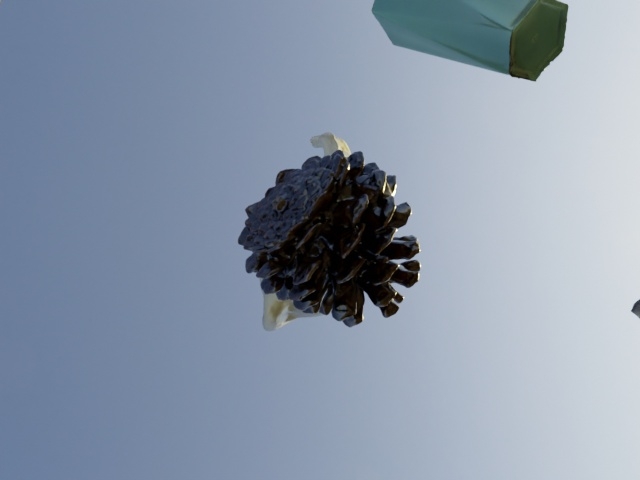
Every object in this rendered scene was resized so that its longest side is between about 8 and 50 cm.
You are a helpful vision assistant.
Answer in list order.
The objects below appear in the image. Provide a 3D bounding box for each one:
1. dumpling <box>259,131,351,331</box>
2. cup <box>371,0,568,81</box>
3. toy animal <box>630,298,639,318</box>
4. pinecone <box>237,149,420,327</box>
[{"bbox_3d":[0.000,0.000,0.984,0.243,0.187,0.318,5,-78,-84],"label":"dumpling"},{"bbox_3d":[0.192,-0.295,0.878,0.148,0.236,0.134,-30,-47,-18],"label":"cup"},{"bbox_3d":[0.390,0.155,0.678,0.188,0.308,0.266,20,-127,-8],"label":"toy animal"},{"bbox_3d":[0.022,0.006,0.642,0.165,0.163,0.162,41,-113,-29],"label":"pinecone"}]
